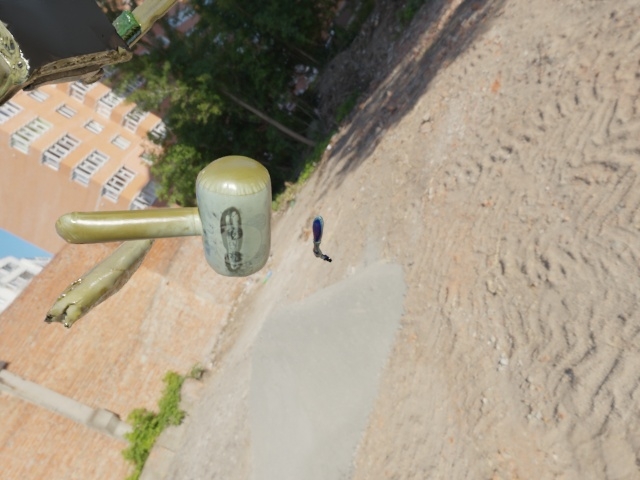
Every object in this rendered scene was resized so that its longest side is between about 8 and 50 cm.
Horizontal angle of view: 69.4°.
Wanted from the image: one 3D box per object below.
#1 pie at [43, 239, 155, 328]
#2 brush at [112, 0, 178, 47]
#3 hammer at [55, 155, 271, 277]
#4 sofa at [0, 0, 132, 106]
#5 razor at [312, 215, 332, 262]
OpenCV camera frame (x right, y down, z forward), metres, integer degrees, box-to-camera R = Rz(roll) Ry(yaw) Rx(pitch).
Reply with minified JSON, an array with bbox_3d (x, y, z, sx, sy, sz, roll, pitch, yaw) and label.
[{"bbox_3d":[-0.411,0.064,0.912,0.128,0.068,0.282,-38,15,34],"label":"pie"},{"bbox_3d":[-0.383,-0.491,0.996,0.282,0.054,0.048,-34,-2,15],"label":"brush"},{"bbox_3d":[-0.225,-0.024,0.690,0.113,0.305,0.202,-110,19,-48],"label":"hammer"},{"bbox_3d":[-0.456,-0.303,0.694,0.182,0.200,0.258,-28,17,29],"label":"sofa"},{"bbox_3d":[-0.002,0.004,0.906,0.028,0.044,0.155,-56,-19,-26],"label":"razor"}]
